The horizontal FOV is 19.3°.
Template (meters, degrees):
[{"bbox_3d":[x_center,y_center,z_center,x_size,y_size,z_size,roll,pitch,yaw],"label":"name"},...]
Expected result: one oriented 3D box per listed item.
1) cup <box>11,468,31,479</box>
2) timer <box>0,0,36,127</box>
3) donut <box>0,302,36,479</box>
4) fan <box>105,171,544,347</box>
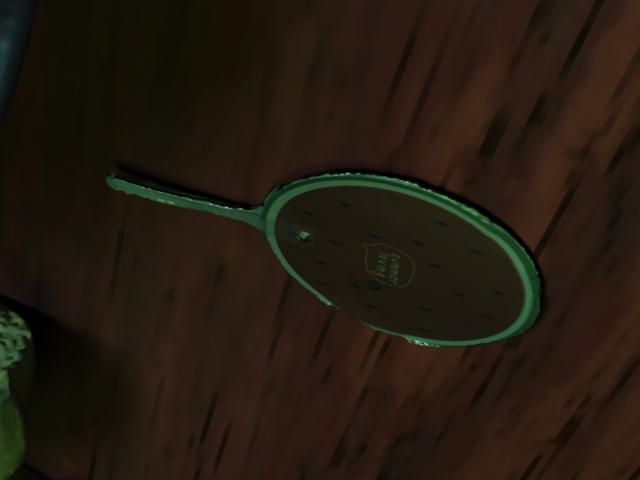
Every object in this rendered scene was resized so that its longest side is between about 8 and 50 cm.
[{"bbox_3d":[-0.196,0.174,0.809,0.226,0.185,0.241,28,115,2],"label":"cup"},{"bbox_3d":[-0.240,-0.100,0.374,0.395,0.173,0.395,4,139,3],"label":"timer"},{"bbox_3d":[-0.173,0.046,0.671,0.166,0.065,0.108,15,148,11],"label":"donut"},{"bbox_3d":[0.000,0.000,0.545,0.133,0.005,0.085,16,149,9],"label":"fan"}]
